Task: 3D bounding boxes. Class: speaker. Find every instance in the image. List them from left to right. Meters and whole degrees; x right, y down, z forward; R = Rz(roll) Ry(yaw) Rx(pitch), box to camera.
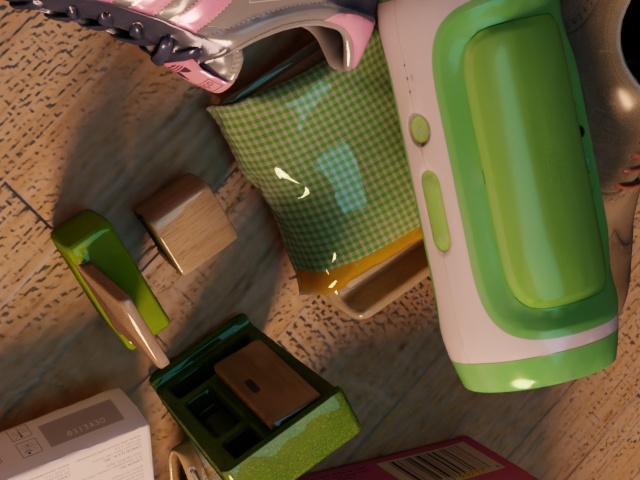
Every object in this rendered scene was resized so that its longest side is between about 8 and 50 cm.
[{"bbox_3d":[0.122,-0.052,1.278,0.131,0.131,0.296,-15,96,-26],"label":"speaker"}]

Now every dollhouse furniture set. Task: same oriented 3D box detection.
[{"bbox_3d":[0.000,0.000,1.282,0.301,0.151,0.197,-35,121,-12],"label":"dollhouse furniture set"}]

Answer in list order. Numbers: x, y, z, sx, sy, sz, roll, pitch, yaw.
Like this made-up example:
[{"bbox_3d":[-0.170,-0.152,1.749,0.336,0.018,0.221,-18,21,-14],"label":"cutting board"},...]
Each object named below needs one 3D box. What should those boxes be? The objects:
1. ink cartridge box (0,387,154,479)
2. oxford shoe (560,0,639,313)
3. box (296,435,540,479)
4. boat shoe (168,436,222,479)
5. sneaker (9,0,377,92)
[{"bbox_3d":[-0.204,0.228,1.321,0.181,0.056,0.224,-21,133,-24],"label":"ink cartridge box"},{"bbox_3d":[0.209,-0.077,1.367,0.123,0.130,0.348,-36,129,-42],"label":"oxford shoe"},{"bbox_3d":[0.056,0.300,1.446,0.213,0.117,0.243,-11,110,-28],"label":"box"},{"bbox_3d":[-0.086,0.231,1.365,0.072,0.068,0.190,-16,104,-44],"label":"boat shoe"},{"bbox_3d":[-0.105,-0.154,1.191,0.319,0.112,0.131,-7,103,-18],"label":"sneaker"}]
